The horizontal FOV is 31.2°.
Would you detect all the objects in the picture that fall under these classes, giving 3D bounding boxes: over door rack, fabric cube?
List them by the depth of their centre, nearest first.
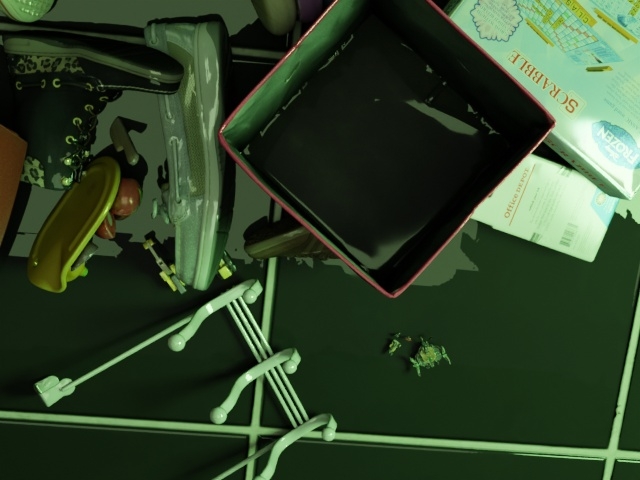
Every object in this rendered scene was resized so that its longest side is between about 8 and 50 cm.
[{"bbox_3d":[0.065,-0.112,1.273,0.254,0.258,0.259,43,89,0],"label":"fabric cube"},{"bbox_3d":[-0.170,0.226,1.463,0.324,0.108,0.239,-27,105,2],"label":"over door rack"}]

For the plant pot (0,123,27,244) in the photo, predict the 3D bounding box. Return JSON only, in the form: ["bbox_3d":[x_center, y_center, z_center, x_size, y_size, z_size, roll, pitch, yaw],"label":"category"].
[{"bbox_3d":[-0.483,-0.076,1.254,0.267,0.267,0.235,31,85,11],"label":"plant pot"}]

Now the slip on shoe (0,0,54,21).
[{"bbox_3d":[-0.399,-0.398,1.279,0.101,0.123,0.331,-3,124,41],"label":"slip on shoe"}]

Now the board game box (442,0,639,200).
[{"bbox_3d":[0.338,-0.268,1.369,0.319,0.066,0.318,38,87,-13],"label":"board game box"}]

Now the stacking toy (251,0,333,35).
[{"bbox_3d":[0.071,-0.357,1.328,0.330,0.141,0.141,-22,106,-7],"label":"stacking toy"}]

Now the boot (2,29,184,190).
[{"bbox_3d":[-0.269,-0.144,1.335,0.236,0.085,0.178,14,109,21],"label":"boot"}]

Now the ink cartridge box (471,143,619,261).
[{"bbox_3d":[0.277,-0.053,1.454,0.180,0.060,0.104,19,101,-11],"label":"ink cartridge box"}]

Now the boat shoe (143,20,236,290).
[{"bbox_3d":[-0.160,-0.101,1.373,0.103,0.118,0.320,1,99,5],"label":"boat shoe"}]

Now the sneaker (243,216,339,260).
[{"bbox_3d":[0.000,0.000,1.438,0.188,0.066,0.071,-19,107,0],"label":"sneaker"}]

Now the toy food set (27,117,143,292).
[{"bbox_3d":[-0.265,-0.027,1.384,0.071,0.128,0.218,33,96,-34],"label":"toy food set"}]

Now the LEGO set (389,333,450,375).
[{"bbox_3d":[0.132,0.147,1.518,0.083,0.023,0.054,35,97,0],"label":"LEGO set"}]

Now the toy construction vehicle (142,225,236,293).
[{"bbox_3d":[-0.165,0.023,1.444,0.086,0.035,0.098,-31,106,3],"label":"toy construction vehicle"}]
